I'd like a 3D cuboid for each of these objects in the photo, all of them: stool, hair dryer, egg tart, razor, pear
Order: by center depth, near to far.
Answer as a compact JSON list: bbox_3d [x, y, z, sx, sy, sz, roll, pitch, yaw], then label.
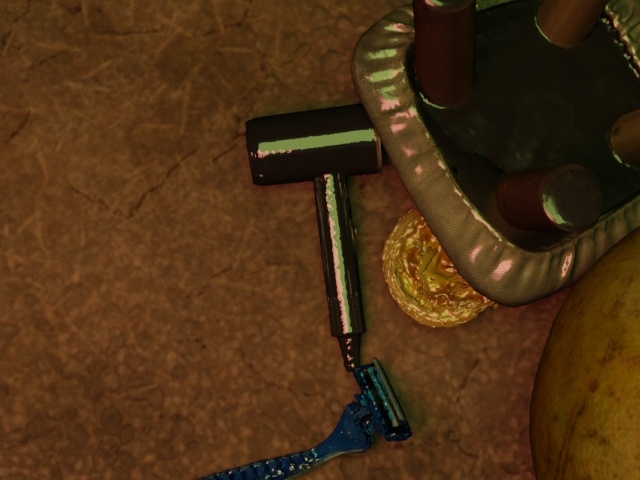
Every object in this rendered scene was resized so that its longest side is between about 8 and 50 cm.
[{"bbox_3d":[0.341,0.149,1.517,0.352,0.352,0.413,18,73,3],"label":"pear"},{"bbox_3d":[0.227,-0.138,1.591,0.310,0.226,0.310,-28,83,-17],"label":"stool"},{"bbox_3d":[-0.073,0.219,1.646,0.324,0.056,0.093,-24,46,-2],"label":"razor"},{"bbox_3d":[0.000,0.000,1.680,0.128,0.070,0.255,-5,85,0],"label":"hair dryer"},{"bbox_3d":[0.121,0.021,1.681,0.129,0.049,0.128,-1,78,5],"label":"egg tart"}]
